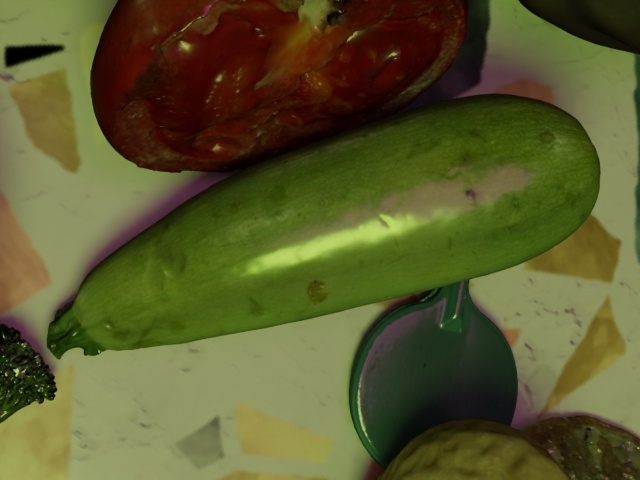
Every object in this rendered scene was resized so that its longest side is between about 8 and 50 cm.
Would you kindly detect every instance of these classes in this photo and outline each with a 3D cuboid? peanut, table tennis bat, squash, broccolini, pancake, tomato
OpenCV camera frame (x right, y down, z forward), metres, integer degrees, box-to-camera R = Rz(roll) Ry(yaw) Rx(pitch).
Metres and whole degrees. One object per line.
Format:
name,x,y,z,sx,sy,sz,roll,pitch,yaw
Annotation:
peanut,0.090,0.184,0.808,0.109,0.159,0.140,52,50,-25
table tennis bat,0.086,0.069,0.890,0.124,0.033,0.201,10,87,-16
squash,-0.002,-0.008,0.820,0.370,0.118,0.118,-16,91,0
broccolini,-0.256,0.140,0.782,0.216,0.058,0.067,-45,101,-12
pancake,0.193,0.192,0.888,0.152,0.025,0.151,13,53,-18
tomato,-0.037,-0.142,0.793,0.233,0.200,0.139,-8,65,-25

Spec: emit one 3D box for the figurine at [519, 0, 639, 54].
figurine,0.271,-0.277,0.872,0.206,0.218,0.365,35,74,27
